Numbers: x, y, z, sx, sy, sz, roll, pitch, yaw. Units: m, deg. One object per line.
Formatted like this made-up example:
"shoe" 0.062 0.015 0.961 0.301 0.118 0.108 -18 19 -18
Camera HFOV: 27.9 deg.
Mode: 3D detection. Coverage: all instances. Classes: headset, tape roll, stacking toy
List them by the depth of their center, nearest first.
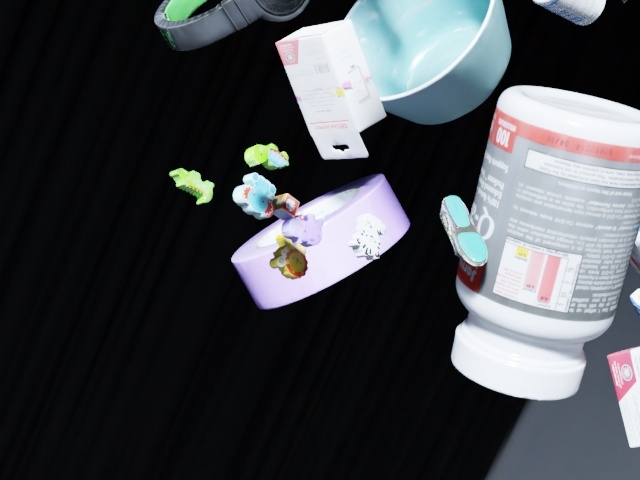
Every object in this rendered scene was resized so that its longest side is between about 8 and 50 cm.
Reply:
"stacking toy" -0.051 -0.031 1.518 0.221 0.052 0.167 35 -31 -30
"tape roll" 0.000 0.000 2.012 0.090 0.274 0.275 62 4 -10
"headset" -0.071 -0.410 2.045 0.185 0.394 0.243 56 5 -28

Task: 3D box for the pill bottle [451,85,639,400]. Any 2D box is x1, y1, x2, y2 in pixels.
"pill bottle" 0.287 0.003 1.624 0.210 0.363 0.210 11 16 -3

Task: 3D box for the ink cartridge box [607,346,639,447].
"ink cartridge box" 0.485 0.183 1.639 0.127 0.128 0.176 -4 -12 -41

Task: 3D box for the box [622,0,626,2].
"box" 0.508 -0.544 2.378 0.180 0.077 0.147 28 22 -44

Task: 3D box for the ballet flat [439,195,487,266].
"ballet flat" 0.174 -0.003 1.572 0.041 0.041 0.114 17 39 -35

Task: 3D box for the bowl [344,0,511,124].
"bowl" 0.191 -0.315 2.133 0.163 0.311 0.311 42 -5 -40

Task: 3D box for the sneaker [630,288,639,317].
"sneaker" 0.605 0.098 2.185 0.080 0.211 0.081 -39 91 -35

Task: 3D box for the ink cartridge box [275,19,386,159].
"ink cartridge box" 0.023 -0.225 1.942 0.067 0.198 0.115 -34 22 -34

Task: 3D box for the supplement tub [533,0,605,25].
"supplement tub" 0.379 -0.380 1.980 0.107 0.071 0.071 18 11 -36

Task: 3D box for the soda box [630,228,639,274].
"soda box" 0.485 -0.001 1.893 0.074 0.069 0.216 56 5 29
